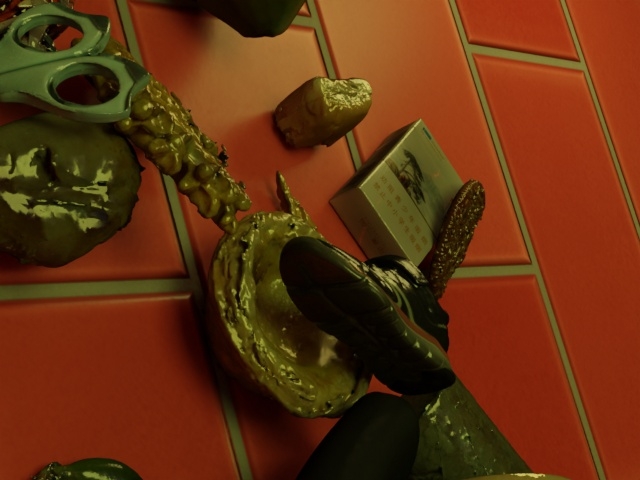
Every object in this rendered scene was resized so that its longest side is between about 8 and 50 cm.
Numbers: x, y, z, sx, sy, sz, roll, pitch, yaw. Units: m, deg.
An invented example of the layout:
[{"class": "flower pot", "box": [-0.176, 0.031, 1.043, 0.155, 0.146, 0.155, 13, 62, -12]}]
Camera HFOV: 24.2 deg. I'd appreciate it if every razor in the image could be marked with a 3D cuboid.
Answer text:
[{"class": "razor", "box": [0.013, 0.335, 1.734, 0.114, 0.204, 0.349, 18, 39, 12]}]

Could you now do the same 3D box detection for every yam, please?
[{"class": "yam", "box": [0.184, 0.303, 1.975, 0.268, 0.161, 0.161, 49, 40, -19]}]

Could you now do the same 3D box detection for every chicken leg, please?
[{"class": "chicken leg", "box": [-0.359, -0.056, 1.556, 0.429, 0.153, 0.201, -6, 61, -44]}]

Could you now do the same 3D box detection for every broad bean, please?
[{"class": "broad bean", "box": [-0.196, 0.344, 1.589, 0.144, 0.049, 0.292, -36, 97, -46]}]

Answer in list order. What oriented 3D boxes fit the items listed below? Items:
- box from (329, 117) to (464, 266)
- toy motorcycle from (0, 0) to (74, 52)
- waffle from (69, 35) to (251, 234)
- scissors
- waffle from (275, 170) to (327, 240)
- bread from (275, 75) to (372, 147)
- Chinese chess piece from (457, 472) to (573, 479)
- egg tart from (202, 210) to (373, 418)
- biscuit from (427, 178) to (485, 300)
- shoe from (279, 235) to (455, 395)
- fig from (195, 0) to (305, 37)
[{"class": "box", "box": [0.121, -0.063, 2.181, 0.149, 0.067, 0.233, 58, 38, -13]}, {"class": "toy motorcycle", "box": [-0.357, -0.304, 1.722, 0.171, 0.089, 0.298, 31, 49, -35]}, {"class": "waffle", "box": [-0.187, -0.143, 1.735, 0.260, 0.069, 0.293, 46, 3, -29]}, {"class": "scissors", "box": [-0.362, -0.163, 1.544, 0.360, 0.029, 0.191, -16, 54, -28]}, {"class": "waffle", "box": [0.000, 0.000, 2.025, 0.125, 0.032, 0.191, 3, 70, -48]}, {"class": "bread", "box": [0.007, -0.177, 2.075, 0.125, 0.106, 0.082, -5, 73, -49]}, {"class": "Chinese chess piece", "box": [0.210, 0.363, 1.790, 0.257, 0.257, 0.104, 21, 53, -43]}, {"class": "egg tart", "box": [-0.044, 0.100, 1.847, 0.288, 0.118, 0.288, 29, 48, -37]}, {"class": "biscuit", "box": [0.202, -0.012, 2.193, 0.126, 0.025, 0.206, 79, 33, -55]}, {"class": "shoe", "box": [0.072, 0.069, 1.825, 0.291, 0.114, 0.137, 43, 43, -33]}, {"class": "fig", "box": [-0.101, -0.400, 1.976, 0.239, 0.239, 0.271, -13, 92, -52]}]
